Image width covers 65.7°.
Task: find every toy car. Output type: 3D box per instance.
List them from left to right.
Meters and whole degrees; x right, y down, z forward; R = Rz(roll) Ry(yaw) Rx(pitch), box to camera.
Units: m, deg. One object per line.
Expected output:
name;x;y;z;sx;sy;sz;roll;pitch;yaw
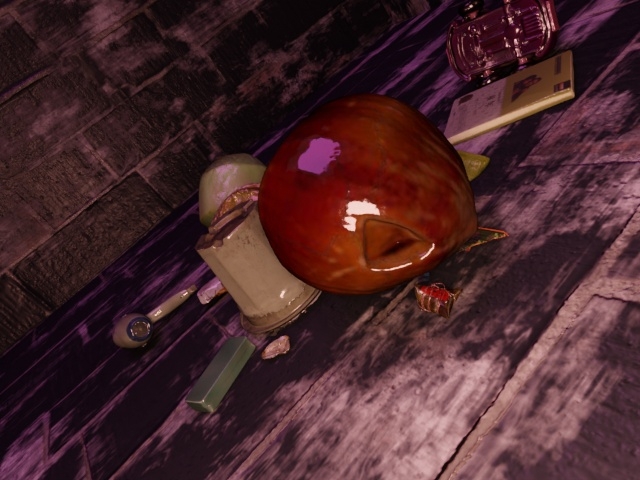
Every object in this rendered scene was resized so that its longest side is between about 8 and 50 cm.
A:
toy car;0.576;-0.631;1.534;0.341;0.271;0.240;-4;19;47

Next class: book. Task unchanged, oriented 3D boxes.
book;0.514;-0.395;1.379;0.352;0.035;0.239;-18;34;38

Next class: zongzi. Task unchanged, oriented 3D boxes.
zongzi;0.218;0.102;0.881;0.074;0.067;0.083;-35;39;-25

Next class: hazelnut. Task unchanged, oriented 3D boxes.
hazelnut;0.082;-0.074;0.973;0.403;0.401;0.429;-25;15;27

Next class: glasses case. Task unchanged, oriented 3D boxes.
glasses case;-0.225;0.300;1.127;0.078;0.039;0.184;-13;33;43

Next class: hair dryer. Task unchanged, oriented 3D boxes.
hair dryer;-0.591;0.270;1.670;0.296;0.118;0.298;-25;10;35

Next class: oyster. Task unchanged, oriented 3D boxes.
oyster;-0.098;0.240;1.089;0.083;0.019;0.054;-27;26;17

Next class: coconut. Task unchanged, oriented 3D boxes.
coconut;-0.299;-0.140;1.791;0.329;0.328;0.281;-29;-19;18

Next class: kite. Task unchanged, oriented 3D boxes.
kite;0.235;0.014;1.055;0.321;0.016;0.233;-24;25;27

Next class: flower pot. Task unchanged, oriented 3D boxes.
flower pot;-0.151;0.048;1.221;0.291;0.259;0.290;-32;22;15

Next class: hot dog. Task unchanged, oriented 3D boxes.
hot dog;-0.298;0.128;1.545;0.192;0.053;0.099;-40;24;-13

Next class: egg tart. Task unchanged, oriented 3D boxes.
egg tart;-0.214;-0.066;1.540;0.291;0.115;0.290;-3;64;7

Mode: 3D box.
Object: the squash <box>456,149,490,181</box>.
squash;0.261;-0.136;1.277;0.289;0.203;0.111;16;46;18
